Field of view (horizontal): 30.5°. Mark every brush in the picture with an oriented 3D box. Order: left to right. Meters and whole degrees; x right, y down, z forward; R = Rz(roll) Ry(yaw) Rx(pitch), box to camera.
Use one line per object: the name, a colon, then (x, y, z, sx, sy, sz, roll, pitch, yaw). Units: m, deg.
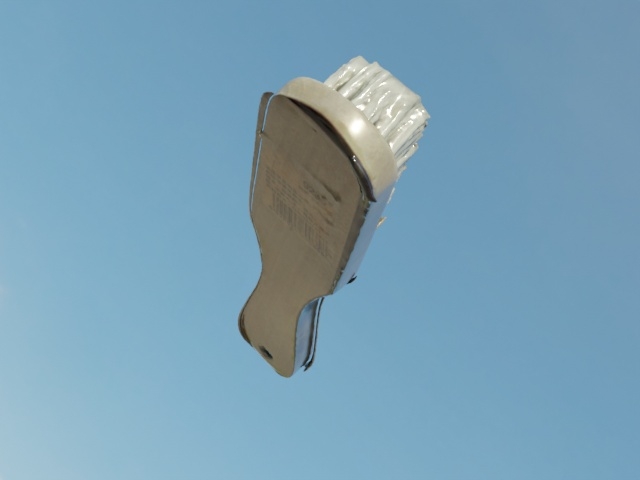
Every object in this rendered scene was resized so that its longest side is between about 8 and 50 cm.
brush: (0.000, 0.000, 0.634, 0.070, 0.065, 0.327, 43, -23, 11)
